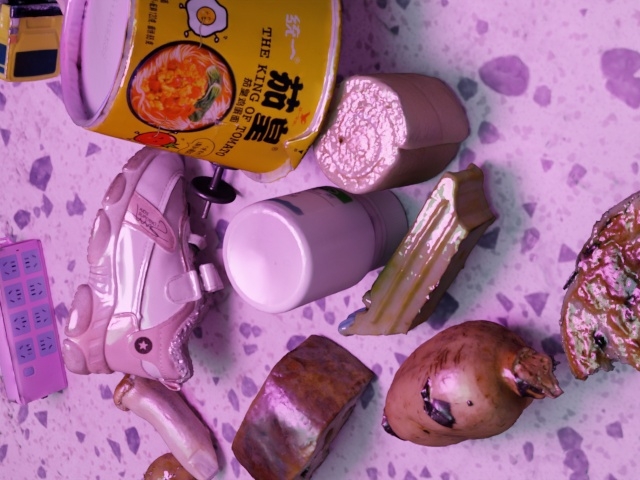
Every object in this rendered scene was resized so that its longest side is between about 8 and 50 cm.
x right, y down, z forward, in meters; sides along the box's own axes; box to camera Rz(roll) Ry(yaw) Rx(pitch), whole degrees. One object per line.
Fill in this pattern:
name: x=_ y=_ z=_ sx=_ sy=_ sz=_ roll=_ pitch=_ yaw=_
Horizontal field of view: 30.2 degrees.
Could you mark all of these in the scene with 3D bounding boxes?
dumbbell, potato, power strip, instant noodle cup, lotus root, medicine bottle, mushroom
dumbbell: x=-0.143 y=-0.094 z=1.660 sx=0.069 sy=0.069 sz=0.147 roll=34 pitch=119 yaw=25
potato: x=-0.233 y=0.395 z=1.842 sx=0.091 sy=0.070 sz=0.138 roll=17 pitch=111 yaw=33
power strip: x=-0.486 y=0.132 z=1.940 sx=0.037 sy=0.109 sz=0.279 roll=-4 pitch=99 yaw=35
instant noodle cup: x=-0.158 y=-0.243 z=1.447 sx=0.325 sy=0.254 sz=0.326 roll=-15 pitch=72 yaw=58
lotus root: x=-0.035 y=0.252 z=1.636 sx=0.119 sy=0.138 sz=0.235 roll=35 pitch=114 yaw=13
lotus root: x=0.169 y=0.177 z=1.444 sx=0.257 sy=0.154 sz=0.140 roll=-31 pitch=88 yaw=40
medicine bottle: x=0.000 y=0.000 z=1.472 sx=0.139 sy=0.237 sz=0.139 roll=10 pitch=108 yaw=34
mushroom: x=-0.230 y=0.279 z=1.811 sx=0.209 sy=0.084 sz=0.071 roll=44 pitch=144 yaw=16

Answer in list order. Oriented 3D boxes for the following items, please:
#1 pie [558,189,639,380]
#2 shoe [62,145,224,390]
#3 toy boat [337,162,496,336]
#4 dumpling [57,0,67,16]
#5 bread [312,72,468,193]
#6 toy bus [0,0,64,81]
pie: x=0.404 y=0.080 z=1.304 sx=0.302 sy=0.067 sz=0.302 roll=10 pitch=107 yaw=36
shoe: x=-0.235 y=0.043 z=1.713 sx=0.198 sy=0.172 sz=0.351 roll=17 pitch=94 yaw=-2
toy boat: x=0.127 y=0.032 z=1.466 sx=0.084 sy=0.111 sz=0.276 roll=42 pitch=121 yaw=14
dumpling: x=-0.267 y=-0.354 z=1.650 sx=0.258 sy=0.147 sz=0.193 roll=41 pitch=88 yaw=-5
bread: x=0.083 y=-0.133 z=1.442 sx=0.148 sy=0.141 sz=0.134 roll=-41 pitch=72 yaw=34
toy bus: x=-0.526 y=-0.343 z=1.844 sx=0.262 sy=0.128 sz=0.150 roll=24 pitch=114 yaw=29
